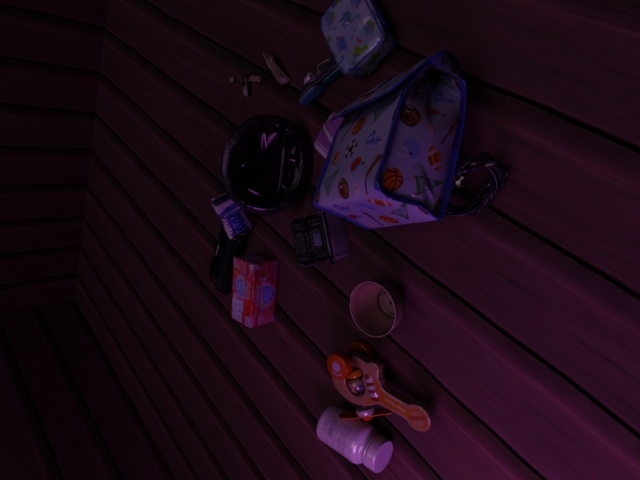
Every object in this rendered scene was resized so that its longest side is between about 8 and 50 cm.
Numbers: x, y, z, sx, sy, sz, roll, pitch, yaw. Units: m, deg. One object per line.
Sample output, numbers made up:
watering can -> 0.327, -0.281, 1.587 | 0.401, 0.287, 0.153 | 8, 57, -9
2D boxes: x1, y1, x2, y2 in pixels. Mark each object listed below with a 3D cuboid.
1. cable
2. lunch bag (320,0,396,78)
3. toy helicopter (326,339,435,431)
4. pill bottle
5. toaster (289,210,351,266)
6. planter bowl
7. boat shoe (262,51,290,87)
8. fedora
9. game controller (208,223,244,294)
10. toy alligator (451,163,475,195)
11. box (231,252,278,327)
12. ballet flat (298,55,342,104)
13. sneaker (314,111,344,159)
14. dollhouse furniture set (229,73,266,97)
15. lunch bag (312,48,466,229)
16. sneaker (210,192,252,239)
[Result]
cable -> 0.353, -0.126, 1.063 | 0.184, 0.151, 0.047 | -50, 34, 37
lunch bag -> 0.108, -0.590, 1.258 | 0.176, 0.090, 0.218 | -34, 72, 39
toy helicopter -> 0.174, 0.474, 1.334 | 0.355, 0.140, 0.234 | 20, 112, 38
pill bottle -> 0.110, 0.633, 1.419 | 0.229, 0.131, 0.131 | 16, 107, 42
toaster -> 0.000, 0.000, 1.441 | 0.168, 0.110, 0.185 | -14, 86, 45
planter bowl -> 0.182, 0.189, 1.296 | 0.162, 0.109, 0.161 | 9, 103, 43
boat shoe -> -0.158, -0.603, 1.549 | 0.153, 0.048, 0.056 | 62, 176, 22
fedora -> -0.188, -0.261, 1.523 | 0.152, 0.335, 0.333 | -129, 44, -69
game controller -> -0.402, 0.071, 1.886 | 0.166, 0.067, 0.319 | 51, 128, 44
toy alligator -> 0.340, -0.144, 1.138 | 0.051, 0.056, 0.190 | 39, 133, -18
box -> -0.255, 0.189, 1.707 | 0.128, 0.123, 0.256 | 16, 107, 41
ballet flat -> -0.001, -0.511, 1.394 | 0.203, 0.074, 0.074 | -30, 75, 36
sneaker -> 0.096, -0.281, 1.316 | 0.282, 0.102, 0.161 | 48, 123, 28
dollhouse furniture set -> -0.263, -0.566, 1.638 | 0.114, 0.091, 0.081 | 18, 124, 38
lunch bag -> 0.169, -0.247, 1.100 | 0.328, 0.239, 0.385 | -2, 68, 63
sneaker -> -0.324, -0.096, 1.695 | 0.182, 0.128, 0.315 | 65, 170, -14
